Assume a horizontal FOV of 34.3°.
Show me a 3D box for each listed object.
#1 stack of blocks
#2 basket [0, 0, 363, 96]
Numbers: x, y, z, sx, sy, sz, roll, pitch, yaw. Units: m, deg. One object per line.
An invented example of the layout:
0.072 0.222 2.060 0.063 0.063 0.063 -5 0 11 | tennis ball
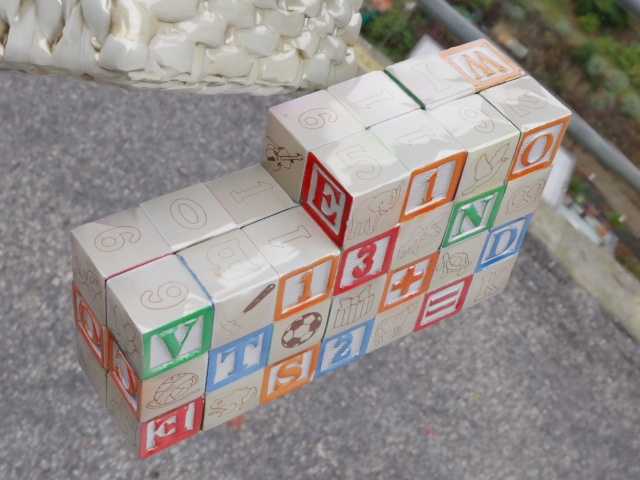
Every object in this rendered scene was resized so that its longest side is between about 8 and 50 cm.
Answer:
0.000 0.000 0.648 0.297 0.171 0.087 -22 54 -27 | stack of blocks
-0.126 -0.248 0.598 0.266 0.328 0.331 12 10 19 | basket
